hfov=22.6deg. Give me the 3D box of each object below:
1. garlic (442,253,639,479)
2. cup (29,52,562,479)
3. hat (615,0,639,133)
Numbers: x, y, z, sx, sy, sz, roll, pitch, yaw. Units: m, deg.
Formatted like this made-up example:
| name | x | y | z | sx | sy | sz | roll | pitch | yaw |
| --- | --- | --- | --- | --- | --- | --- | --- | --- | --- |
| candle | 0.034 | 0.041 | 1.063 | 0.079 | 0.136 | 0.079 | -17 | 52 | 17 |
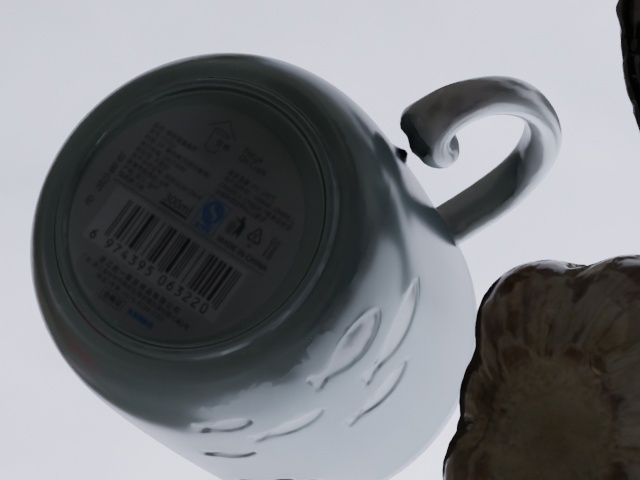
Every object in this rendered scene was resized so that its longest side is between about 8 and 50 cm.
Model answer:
| name | x | y | z | sx | sy | sz | roll | pitch | yaw |
| --- | --- | --- | --- | --- | --- | --- | --- | --- | --- |
| garlic | 0.120 | 0.083 | 0.657 | 0.147 | 0.102 | 0.159 | -27 | -116 | 36 |
| cup | 0.000 | 0.000 | 1.064 | 0.356 | 0.274 | 0.259 | -32 | -112 | 4 |
| hat | 0.221 | -0.117 | 0.317 | 0.381 | 0.257 | 0.366 | -5 | -97 | 22 |
